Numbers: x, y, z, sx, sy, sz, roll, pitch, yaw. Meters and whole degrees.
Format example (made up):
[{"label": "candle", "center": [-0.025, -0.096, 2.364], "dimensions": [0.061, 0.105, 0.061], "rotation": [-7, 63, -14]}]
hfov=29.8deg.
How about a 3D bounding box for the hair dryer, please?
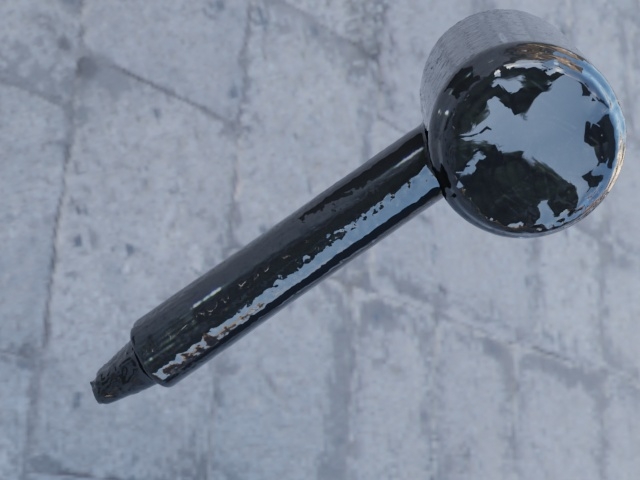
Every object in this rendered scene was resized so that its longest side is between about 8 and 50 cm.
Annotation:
[{"label": "hair dryer", "center": [0.000, -0.001, 0.473], "dimensions": [0.070, 0.248, 0.114], "rotation": [55, 11, -13]}]
